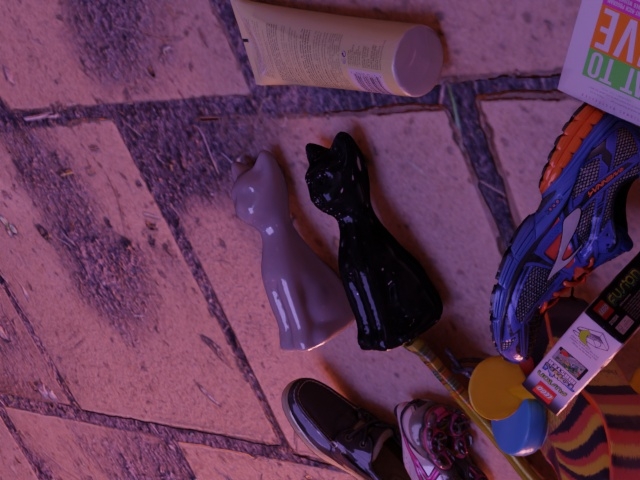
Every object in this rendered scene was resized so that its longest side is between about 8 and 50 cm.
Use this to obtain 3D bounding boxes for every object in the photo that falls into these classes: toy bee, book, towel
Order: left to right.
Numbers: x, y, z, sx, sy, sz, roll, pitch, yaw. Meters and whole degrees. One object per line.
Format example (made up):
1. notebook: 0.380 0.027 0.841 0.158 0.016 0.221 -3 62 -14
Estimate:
1. towel: 0.163 0.186 1.365 0.237 0.021 0.102 49 -179 0
2. toy bee: 0.198 0.109 1.179 0.298 0.195 0.162 30 118 43
3. book: 0.236 -0.154 1.000 0.096 0.035 0.144 30 139 23

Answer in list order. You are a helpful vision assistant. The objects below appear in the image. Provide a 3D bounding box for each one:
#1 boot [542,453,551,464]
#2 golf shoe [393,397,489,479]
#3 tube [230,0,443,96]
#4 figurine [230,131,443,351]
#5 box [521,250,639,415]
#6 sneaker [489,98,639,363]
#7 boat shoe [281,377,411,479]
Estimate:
1. boot: 0.267 0.213 1.253 0.087 0.118 0.042 42 116 38
2. golf shoe: 0.132 0.252 1.474 0.086 0.067 0.186 9 120 54
3. tube: 0.005 -0.171 1.223 0.240 0.062 0.070 14 89 47
4. figurine: 0.000 0.000 1.372 0.215 0.092 0.209 -7 109 52
5. box: 0.238 0.033 1.015 0.036 0.207 0.114 42 145 11
6. sneaker: 0.198 0.002 1.078 0.087 0.083 0.221 26 106 14
7. boat shoe: 0.055 0.228 1.528 0.223 0.080 0.073 45 140 -3
